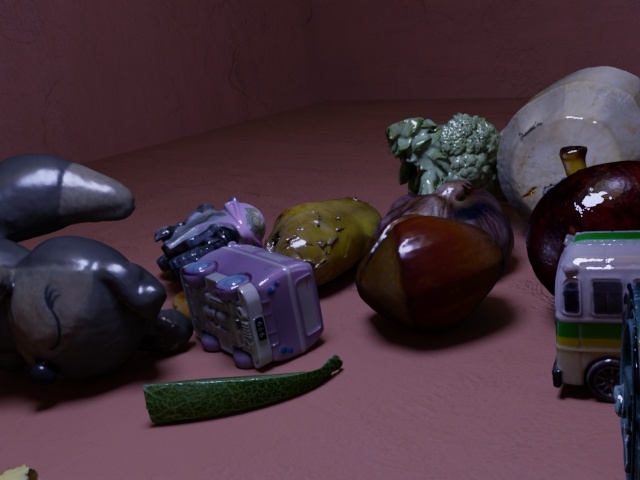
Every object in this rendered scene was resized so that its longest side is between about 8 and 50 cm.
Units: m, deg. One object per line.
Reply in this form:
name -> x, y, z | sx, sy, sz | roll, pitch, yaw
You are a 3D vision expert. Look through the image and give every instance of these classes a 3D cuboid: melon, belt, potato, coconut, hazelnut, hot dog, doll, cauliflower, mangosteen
melon -> -0.094, 0.190, 1.068 | 0.262, 0.053, 0.114 | -7, -2, -11
belt -> 0.319, 0.139, 0.720 | 0.116, 0.206, 0.267 | 1, 12, 18
potato -> 0.000, 0.000, 1.457 | 0.173, 0.140, 0.300 | 4, 18, 28
coconut -> 0.480, -0.155, 1.485 | 0.323, 0.323, 0.323 | -8, 16, 2
hazelnut -> 0.155, 0.037, 1.185 | 0.181, 0.181, 0.212 | -56, 19, -10
hot dog -> -0.170, 0.103, 1.347 | 0.140, 0.060, 0.090 | -19, 22, -12
doll -> -0.375, 0.027, 1.197 | 0.382, 0.378, 0.252 | 4, -19, -1
cauliflower -> 0.236, -0.148, 1.624 | 0.275, 0.250, 0.272 | -50, -11, 24
mangosteen -> 0.388, -0.026, 1.133 | 0.235, 0.235, 0.261 | -10, 52, -6

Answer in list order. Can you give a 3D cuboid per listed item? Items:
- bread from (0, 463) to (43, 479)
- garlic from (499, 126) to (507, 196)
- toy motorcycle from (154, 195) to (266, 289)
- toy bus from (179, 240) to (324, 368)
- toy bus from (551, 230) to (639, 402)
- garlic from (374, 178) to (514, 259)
bread -> -0.303, 0.292, 0.574 | 0.264, 0.167, 0.163 | -14, 16, -15
garlic -> 0.469, -0.147, 1.755 | 0.199, 0.199, 0.226 | -15, 48, -21
toy motorcycle -> -0.201, 0.006, 1.498 | 0.188, 0.143, 0.327 | -32, 9, -14
toy bus -> -0.105, 0.091, 1.212 | 0.142, 0.142, 0.202 | -25, 24, -31
toy bus -> 0.422, 0.076, 0.924 | 0.305, 0.179, 0.143 | 0, 18, 25
garlic -> 0.209, -0.022, 1.396 | 0.245, 0.160, 0.245 | -6, 26, 3
